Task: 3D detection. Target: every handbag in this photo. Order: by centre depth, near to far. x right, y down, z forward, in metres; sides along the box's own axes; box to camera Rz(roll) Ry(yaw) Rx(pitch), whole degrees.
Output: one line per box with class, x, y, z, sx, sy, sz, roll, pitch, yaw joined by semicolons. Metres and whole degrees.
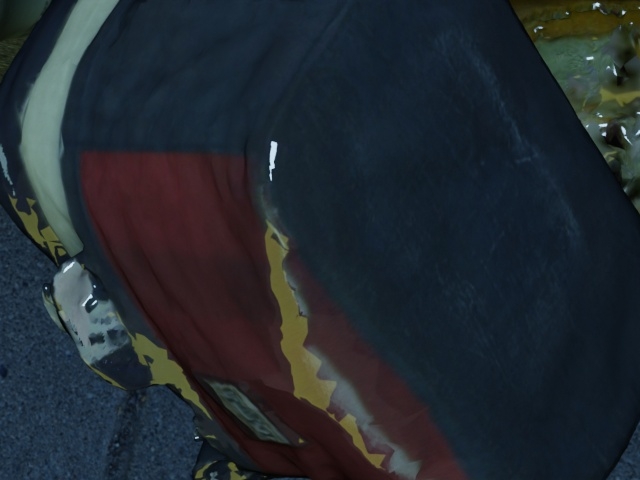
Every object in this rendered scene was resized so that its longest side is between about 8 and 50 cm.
handbag;0.000;0.000;0.714;0.181;0.181;0.254;6;146;44

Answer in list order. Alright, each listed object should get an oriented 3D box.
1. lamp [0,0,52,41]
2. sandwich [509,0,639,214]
lamp;-0.274;-0.164;1.260;0.182;0.182;0.314;12;180;20
sandwich;0.084;-0.070;0.889;0.227;0.155;0.198;10;-153;12
